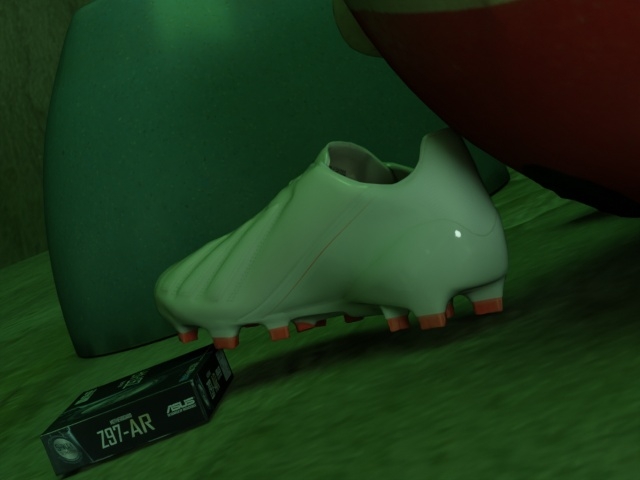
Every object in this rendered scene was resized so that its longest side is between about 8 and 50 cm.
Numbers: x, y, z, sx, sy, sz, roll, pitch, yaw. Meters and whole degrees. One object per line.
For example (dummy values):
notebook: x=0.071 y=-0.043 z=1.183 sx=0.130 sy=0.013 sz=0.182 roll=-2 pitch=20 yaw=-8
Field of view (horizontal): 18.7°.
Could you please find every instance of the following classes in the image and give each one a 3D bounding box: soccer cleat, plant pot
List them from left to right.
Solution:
plant pot: x=-0.054 y=-0.075 z=1.198 sx=0.290 sy=0.195 sz=0.290 roll=-22 pitch=6 yaw=2
soccer cleat: x=0.000 y=0.000 z=0.787 sx=0.068 sy=0.076 sz=0.196 roll=-12 pitch=2 yaw=-41

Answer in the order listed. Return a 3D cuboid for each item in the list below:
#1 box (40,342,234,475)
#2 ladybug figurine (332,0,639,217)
box: x=-0.074 y=0.068 z=0.802 sx=0.067 sy=0.018 sz=0.083 roll=-21 pitch=6 yaw=8
ladybug figurine: x=0.205 y=-0.115 z=0.635 sx=0.449 sy=0.162 sz=0.305 roll=-14 pitch=7 yaw=33
